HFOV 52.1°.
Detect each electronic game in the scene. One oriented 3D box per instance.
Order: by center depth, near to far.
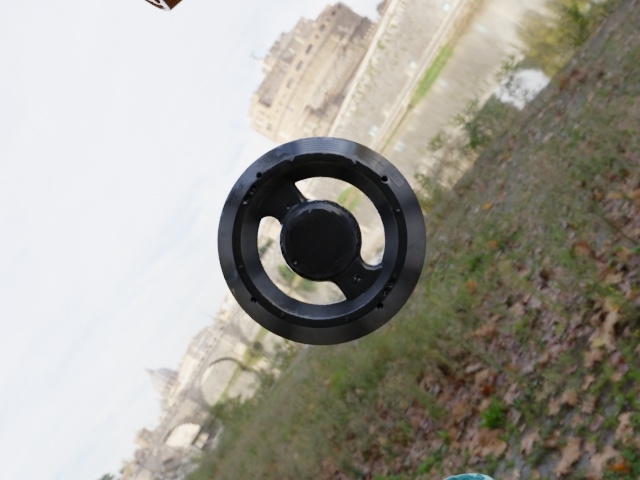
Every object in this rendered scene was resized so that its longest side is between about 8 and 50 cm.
[{"bbox_3d":[0.000,0.000,0.718,0.229,0.229,0.048,-59,-5,2],"label":"electronic game"}]

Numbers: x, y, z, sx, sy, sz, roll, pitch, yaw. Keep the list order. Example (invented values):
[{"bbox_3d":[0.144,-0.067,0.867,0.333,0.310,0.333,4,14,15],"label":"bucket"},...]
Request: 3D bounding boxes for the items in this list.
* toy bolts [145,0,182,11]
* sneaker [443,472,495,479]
[{"bbox_3d":[-0.235,-0.402,0.767,0.228,0.218,0.158,30,87,49],"label":"toy bolts"},{"bbox_3d":[0.152,0.264,0.492,0.124,0.296,0.178,-27,69,60],"label":"sneaker"}]
